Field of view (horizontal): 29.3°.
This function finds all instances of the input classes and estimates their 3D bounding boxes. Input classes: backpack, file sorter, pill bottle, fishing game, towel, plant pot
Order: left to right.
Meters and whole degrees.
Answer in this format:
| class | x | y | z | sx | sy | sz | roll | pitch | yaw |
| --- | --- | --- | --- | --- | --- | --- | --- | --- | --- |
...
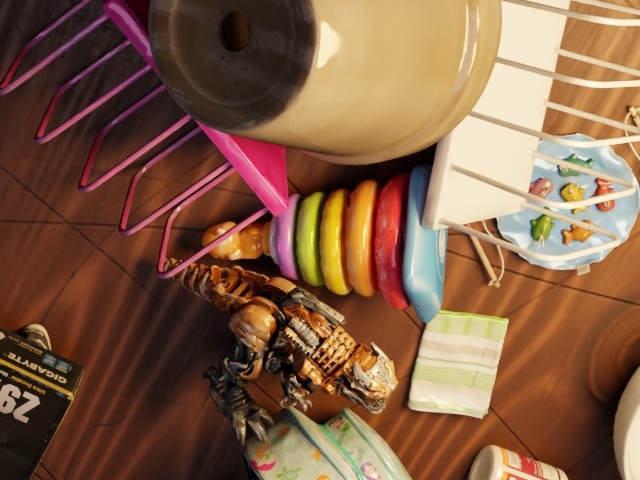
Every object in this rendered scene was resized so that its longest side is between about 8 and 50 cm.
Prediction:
| class | x | y | z | sx | sy | sz | roll | pitch | yaw |
| --- | --- | --- | --- | --- | --- | --- | --- | --- | --- |
| file sorter | -0.195 | -0.133 | 1.370 | 0.182 | 0.202 | 0.291 | -34 | 113 | 13 |
| plant pot | -0.017 | -0.221 | 1.228 | 0.323 | 0.280 | 0.323 | 7 | 105 | 28 |
| backpack | 0.016 | 0.328 | 1.591 | 0.191 | 0.225 | 0.253 | -43 | 115 | -4 |
| towel | 0.184 | 0.166 | 1.636 | 0.113 | 0.023 | 0.152 | 7 | 114 | -8 |
| pill bottle | 0.287 | 0.346 | 1.693 | 0.152 | 0.086 | 0.086 | 22 | 112 | -13 |
| file sorter | 0.258 | -0.132 | 1.356 | 0.193 | 0.173 | 0.278 | -11 | 118 | -47 |
| fishing game | 0.312 | -0.041 | 1.539 | 0.264 | 0.041 | 0.189 | -25 | 112 | 8 |

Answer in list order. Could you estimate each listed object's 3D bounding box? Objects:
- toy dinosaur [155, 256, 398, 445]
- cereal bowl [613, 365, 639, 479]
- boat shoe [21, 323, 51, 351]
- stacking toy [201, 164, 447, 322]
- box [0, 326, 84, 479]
| class | x | y | z | sx | sy | sz | roll | pitch | yaw |
| --- | --- | --- | --- | --- | --- | --- | --- | --- | --- |
| toy dinosaur | -0.054 | 0.112 | 1.497 | 0.164 | 0.322 | 0.218 | -24 | 150 | -30 |
| cereal bowl | 0.549 | 0.238 | 1.631 | 0.339 | 0.141 | 0.339 | -2 | 116 | -3 |
| boat shoe | -0.360 | 0.170 | 1.590 | 0.046 | 0.038 | 0.125 | -9 | 115 | 0 |
| stacking toy | 0.000 | 0.000 | 1.489 | 0.301 | 0.166 | 0.175 | 1 | 160 | 14 |
| box | -0.498 | 0.205 | 1.553 | 0.322 | 0.079 | 0.257 | 28 | 112 | -9 |
